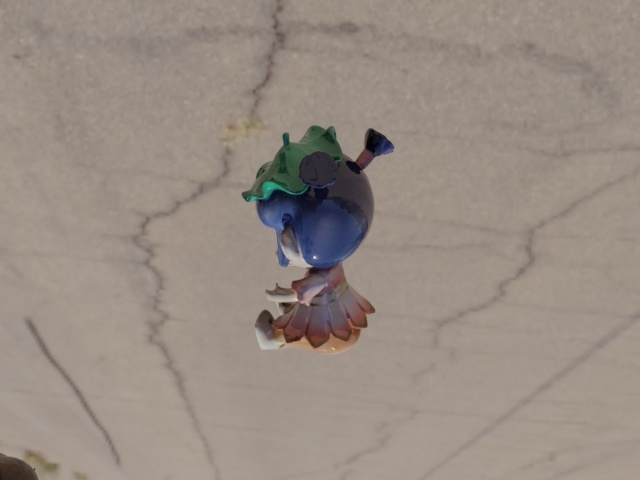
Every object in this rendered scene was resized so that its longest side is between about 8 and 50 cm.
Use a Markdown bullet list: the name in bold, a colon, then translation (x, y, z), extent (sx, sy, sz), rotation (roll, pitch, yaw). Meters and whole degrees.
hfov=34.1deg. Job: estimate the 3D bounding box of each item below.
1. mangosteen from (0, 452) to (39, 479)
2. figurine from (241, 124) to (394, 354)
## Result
- **mangosteen**: translation (-0.392, 0.325, 1.185), extent (0.184, 0.172, 0.172), rotation (32, -176, 42)
- **figurine**: translation (0.000, 0.000, 0.840), extent (0.102, 0.111, 0.195), rotation (8, 121, 25)
